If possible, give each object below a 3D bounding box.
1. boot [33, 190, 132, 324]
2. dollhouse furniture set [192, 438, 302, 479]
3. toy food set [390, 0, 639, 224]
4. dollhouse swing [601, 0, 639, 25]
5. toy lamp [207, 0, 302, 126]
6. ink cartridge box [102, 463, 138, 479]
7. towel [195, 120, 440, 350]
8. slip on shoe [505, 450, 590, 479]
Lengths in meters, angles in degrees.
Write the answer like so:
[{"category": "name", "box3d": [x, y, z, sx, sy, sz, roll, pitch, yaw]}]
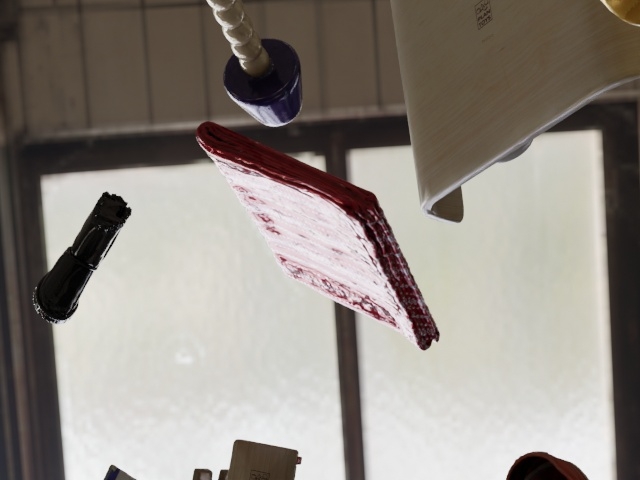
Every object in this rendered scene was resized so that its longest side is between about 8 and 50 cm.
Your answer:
[{"category": "boot", "box3d": [-0.226, 0.014, 1.486, 0.045, 0.099, 0.121, 34, -149, -9]}, {"category": "dollhouse furniture set", "box3d": [-0.022, 0.288, 1.646, 0.262, 0.135, 0.259, 8, 174, 20]}, {"category": "toy food set", "box3d": [0.157, -0.163, 1.133, 0.092, 0.220, 0.306, 4, 159, -29]}, {"category": "dollhouse swing", "box3d": [0.297, -0.152, 0.637, 0.315, 0.305, 0.347, 2, 151, -26]}, {"category": "toy lamp", "box3d": [-0.076, -0.198, 1.410, 0.080, 0.080, 0.275, -2, 151, 17]}, {"category": "ink cartridge box", "box3d": [-0.078, 0.325, 1.205, 0.332, 0.165, 0.065, 38, 151, -23]}, {"category": "towel", "box3d": [0.000, 0.000, 1.441, 0.198, 0.031, 0.275, 26, 161, 30]}, {"category": "slip on shoe", "box3d": [0.272, 0.356, 1.593, 0.123, 0.331, 0.101, -34, 137, 15]}]
